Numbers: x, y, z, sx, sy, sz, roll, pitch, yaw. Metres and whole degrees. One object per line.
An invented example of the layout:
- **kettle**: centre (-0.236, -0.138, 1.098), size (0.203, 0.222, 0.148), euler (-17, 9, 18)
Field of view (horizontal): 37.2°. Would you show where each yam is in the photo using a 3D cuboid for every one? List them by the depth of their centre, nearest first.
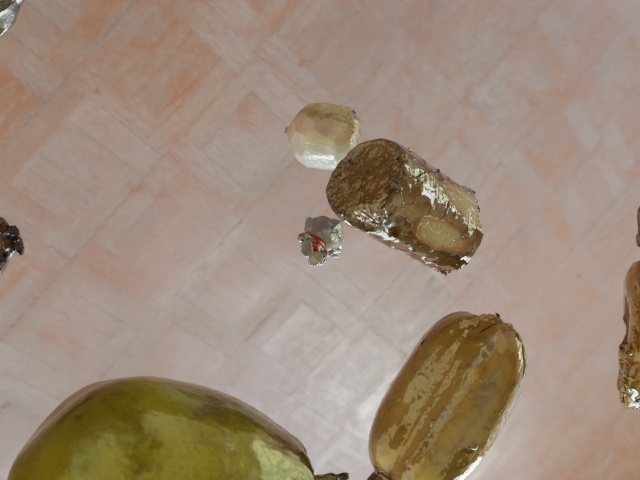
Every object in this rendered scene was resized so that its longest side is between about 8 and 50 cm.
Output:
- **yam**: centre (0.122, -0.048, 1.287), size (0.238, 0.129, 0.128), euler (26, 104, -46)

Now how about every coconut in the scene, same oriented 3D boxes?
- **coconut**: centre (0.001, -0.169, 1.510), size (0.110, 0.124, 0.110), euler (12, 90, -75)

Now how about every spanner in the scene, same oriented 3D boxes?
- **spanner**: centre (-0.291, -0.323, 1.059), size (0.254, 0.015, 0.054), euler (-44, 174, 11)

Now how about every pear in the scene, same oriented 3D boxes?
- **pear**: centre (-0.150, 0.274, 0.983), size (0.375, 0.287, 0.288), euler (-4, 125, -15)

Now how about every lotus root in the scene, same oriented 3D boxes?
- **lotus root**: centre (0.168, 0.254, 1.355), size (0.343, 0.169, 0.151), euler (-58, 142, -6)

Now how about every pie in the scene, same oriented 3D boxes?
- **pie**: centre (0.540, 0.160, 1.598), size (0.273, 0.069, 0.274), euler (2, 90, -68)

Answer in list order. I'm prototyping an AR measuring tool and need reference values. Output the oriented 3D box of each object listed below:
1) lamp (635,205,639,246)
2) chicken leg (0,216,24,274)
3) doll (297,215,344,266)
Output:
- **lamp**: centre (0.613, -0.022, 1.588), size (0.253, 0.118, 0.118), euler (-5, 124, -49)
- **chicken leg**: centre (-0.477, 0.024, 1.119), size (0.253, 0.051, 0.106), euler (-6, 114, -7)
- **doll**: centre (0.000, 0.000, 1.732), size (0.079, 0.094, 0.180), euler (-42, -178, 23)
